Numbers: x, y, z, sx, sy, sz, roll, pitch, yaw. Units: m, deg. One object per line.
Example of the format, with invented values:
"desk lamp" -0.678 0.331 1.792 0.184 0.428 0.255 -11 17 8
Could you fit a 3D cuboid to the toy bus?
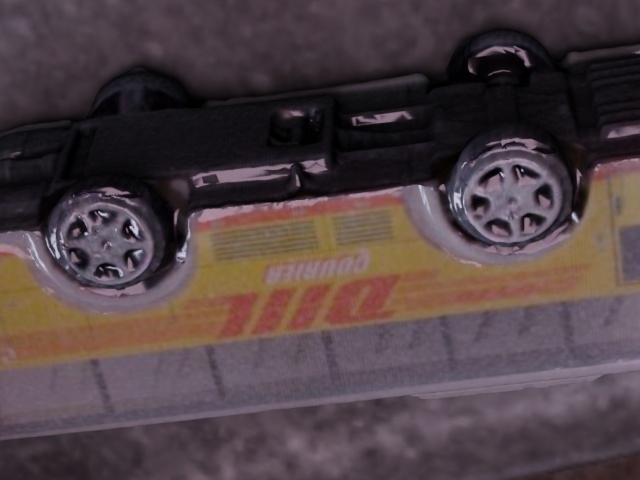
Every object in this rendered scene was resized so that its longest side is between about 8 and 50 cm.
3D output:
"toy bus" 0.000 0.000 0.546 0.268 0.092 0.106 -7 121 6
